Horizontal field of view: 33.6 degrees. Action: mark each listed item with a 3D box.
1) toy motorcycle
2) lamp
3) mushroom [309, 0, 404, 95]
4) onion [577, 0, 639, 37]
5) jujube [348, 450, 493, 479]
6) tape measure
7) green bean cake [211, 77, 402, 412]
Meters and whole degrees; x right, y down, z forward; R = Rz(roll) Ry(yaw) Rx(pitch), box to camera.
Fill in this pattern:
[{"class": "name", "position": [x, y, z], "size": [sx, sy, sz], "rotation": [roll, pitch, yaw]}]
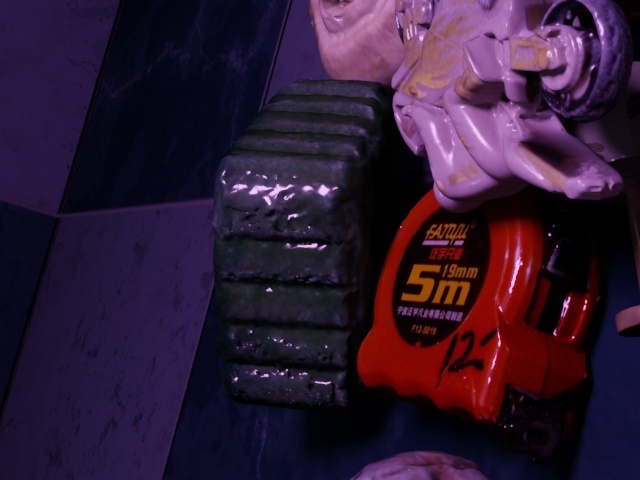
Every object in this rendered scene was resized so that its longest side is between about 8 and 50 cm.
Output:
[{"class": "toy motorcycle", "position": [0.140, -0.120, 0.887], "size": [0.340, 0.107, 0.223], "rotation": [-142, 51, -62]}, {"class": "lamp", "position": [0.258, -0.032, 0.866], "size": [0.121, 0.121, 0.215], "rotation": [-30, 62, 51]}, {"class": "mushroom", "position": [0.057, -0.304, 1.258], "size": [0.260, 0.234, 0.254], "rotation": [3, 80, 60]}, {"class": "onion", "position": [0.259, -0.290, 0.940], "size": [0.246, 0.190, 0.246], "rotation": [-15, 59, 26]}, {"class": "jujube", "position": [0.101, 0.319, 0.841], "size": [0.226, 0.226, 0.317], "rotation": [-59, 36, 22]}, {"class": "tape measure", "position": [0.155, 0.057, 0.997], "size": [0.253, 0.114, 0.261], "rotation": [3, 72, 61]}, {"class": "green bean cake", "position": [0.000, 0.000, 1.187], "size": [0.308, 0.169, 0.300], "rotation": [-65, -23, -58]}]
